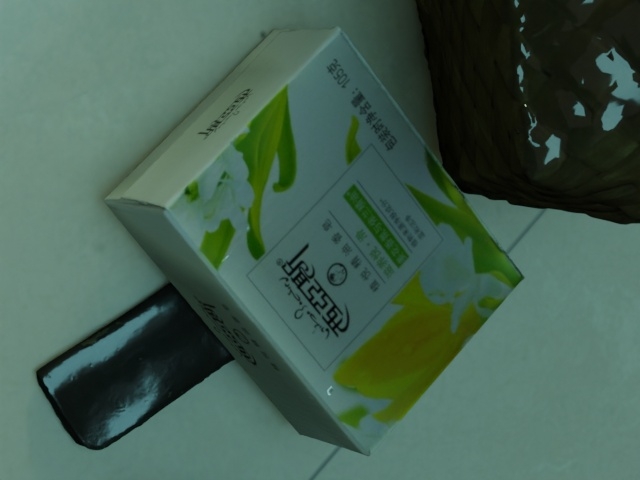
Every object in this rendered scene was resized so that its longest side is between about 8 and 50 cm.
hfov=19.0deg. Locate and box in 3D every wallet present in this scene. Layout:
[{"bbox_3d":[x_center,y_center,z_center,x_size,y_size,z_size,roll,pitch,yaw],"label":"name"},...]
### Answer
[{"bbox_3d":[-0.130,0.088,1.425,0.156,0.018,0.082,-35,112,-16],"label":"wallet"}]

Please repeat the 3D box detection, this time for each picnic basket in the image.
[{"bbox_3d":[0.243,-0.163,1.364,0.337,0.337,0.293,-11,93,-23],"label":"picnic basket"}]

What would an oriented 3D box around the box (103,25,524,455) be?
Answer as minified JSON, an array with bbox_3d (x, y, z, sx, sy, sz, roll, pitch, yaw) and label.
[{"bbox_3d":[0.000,0.000,1.412,0.194,0.111,0.260,-48,118,-19],"label":"box"}]
